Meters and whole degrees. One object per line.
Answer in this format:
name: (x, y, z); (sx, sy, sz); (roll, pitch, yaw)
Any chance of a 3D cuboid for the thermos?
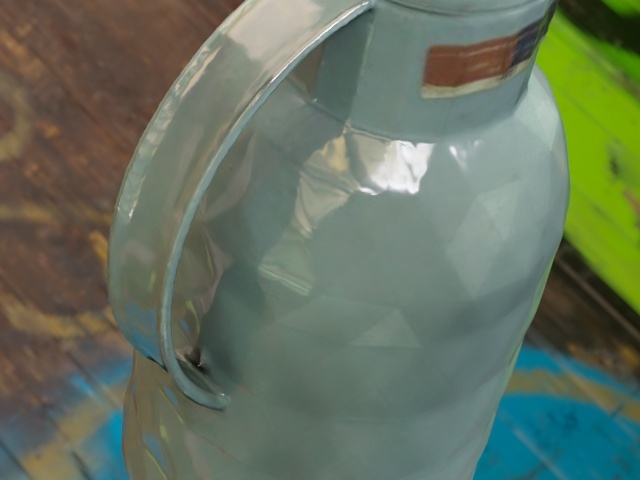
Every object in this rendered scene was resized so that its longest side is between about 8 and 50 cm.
thermos: (0.000, 0.000, 0.557); (0.182, 0.145, 0.286); (-31, 149, -35)
